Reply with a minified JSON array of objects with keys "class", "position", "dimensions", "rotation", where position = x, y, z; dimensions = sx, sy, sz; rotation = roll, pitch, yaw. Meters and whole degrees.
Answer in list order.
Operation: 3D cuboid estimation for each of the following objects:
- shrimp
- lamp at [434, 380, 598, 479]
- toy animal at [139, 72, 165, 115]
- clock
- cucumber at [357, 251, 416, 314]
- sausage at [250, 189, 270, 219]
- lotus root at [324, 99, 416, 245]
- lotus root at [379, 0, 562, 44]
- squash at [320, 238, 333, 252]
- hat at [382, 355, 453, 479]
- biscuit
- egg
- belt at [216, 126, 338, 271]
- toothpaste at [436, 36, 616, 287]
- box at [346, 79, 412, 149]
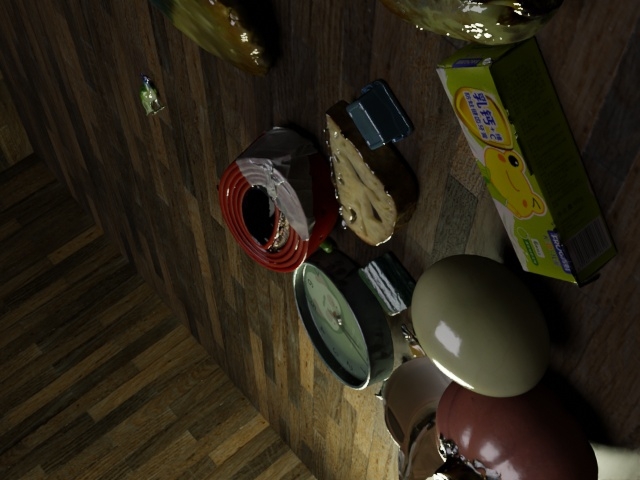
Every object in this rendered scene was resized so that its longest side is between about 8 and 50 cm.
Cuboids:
[{"class":"shrimp","position":[0.208,0.315,1.978],"dimensions":[0.185,0.068,0.287],"rotation":[43,155,24]},{"class":"lamp","position":[0.311,0.364,1.578],"dimensions":[0.305,0.239,0.305],"rotation":[46,159,23]},{"class":"toy animal","position":[-0.424,-0.342,2.362],"dimensions":[0.075,0.041,0.217],"rotation":[51,164,12]},{"class":"clock","position":[0.044,0.172,2.033],"dimensions":[0.319,0.066,0.319],"rotation":[46,150,37]},{"class":"cucumber","position":[0.128,0.088,1.804],"dimensions":[0.115,0.062,0.116],"rotation":[56,159,6]},{"class":"sausage","position":[-0.118,-0.073,2.044],"dimensions":[0.098,0.098,0.238],"rotation":[27,145,51]},{"class":"lotus root","position":[0.087,-0.095,1.581],"dimensions":[0.170,0.074,0.261],"rotation":[40,154,32]},{"class":"lotus root","position":[0.139,-0.310,1.014],"dimensions":[0.309,0.173,0.173],"rotation":[31,150,46]},{"class":"squash","position":[-0.001,-0.001,1.992],"dimensions":[0.089,0.027,0.027],"rotation":[38,155,44]},{"class":"hat","position":[0.211,0.349,1.864],"dimensions":[0.226,0.219,0.164],"rotation":[63,173,10]},{"class":"biscuit","position":[-0.215,-0.419,1.640],"dimensions":[0.329,0.078,0.335],"rotation":[41,171,14]},{"class":"egg","position":[0.246,0.131,1.429],"dimensions":[0.242,0.186,0.186],"rotation":[48,160,2]},{"class":"belt","position":[-0.085,-0.081,1.843],"dimensions":[0.227,0.115,0.324],"rotation":[29,144,17]},{"class":"toothpaste","position":[0.263,-0.097,1.185],"dimensions":[0.110,0.077,0.328],"rotation":[18,139,61]},{"class":"box","position":[0.088,-0.190,1.453],"dimensions":[0.099,0.054,0.074],"rotation":[57,158,-7]}]
